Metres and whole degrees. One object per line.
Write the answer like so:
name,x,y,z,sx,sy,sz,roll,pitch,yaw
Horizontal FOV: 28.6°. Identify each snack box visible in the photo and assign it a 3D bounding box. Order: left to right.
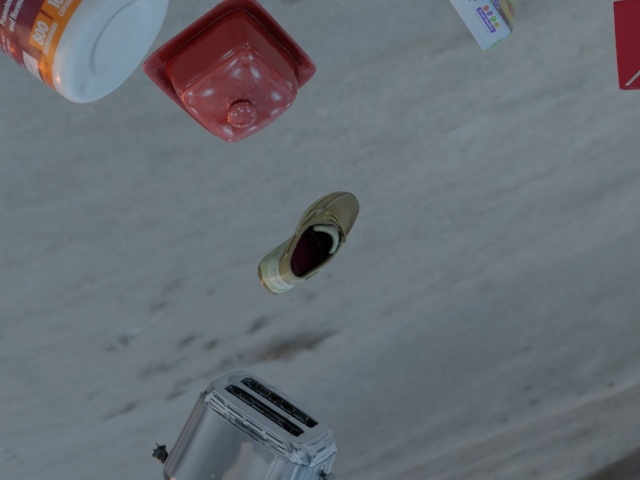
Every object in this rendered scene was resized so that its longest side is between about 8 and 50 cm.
snack box,0.143,-0.269,1.257,0.037,0.141,0.100,-30,-162,22

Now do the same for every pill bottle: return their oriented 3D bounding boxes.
pill bottle,-0.428,-0.385,1.758,0.224,0.392,0.224,-52,168,-15

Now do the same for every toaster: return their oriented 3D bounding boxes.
toaster,-0.088,0.261,1.543,0.129,0.227,0.146,-13,131,-63

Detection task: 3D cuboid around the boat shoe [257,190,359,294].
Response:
boat shoe,0.000,0.000,1.139,0.045,0.050,0.135,-16,-153,49

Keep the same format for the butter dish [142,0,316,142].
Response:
butter dish,-0.097,-0.176,1.455,0.160,0.118,0.160,-34,131,16

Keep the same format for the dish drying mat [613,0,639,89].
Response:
dish drying mat,0.270,-0.169,1.081,0.032,0.083,0.008,-3,163,11
